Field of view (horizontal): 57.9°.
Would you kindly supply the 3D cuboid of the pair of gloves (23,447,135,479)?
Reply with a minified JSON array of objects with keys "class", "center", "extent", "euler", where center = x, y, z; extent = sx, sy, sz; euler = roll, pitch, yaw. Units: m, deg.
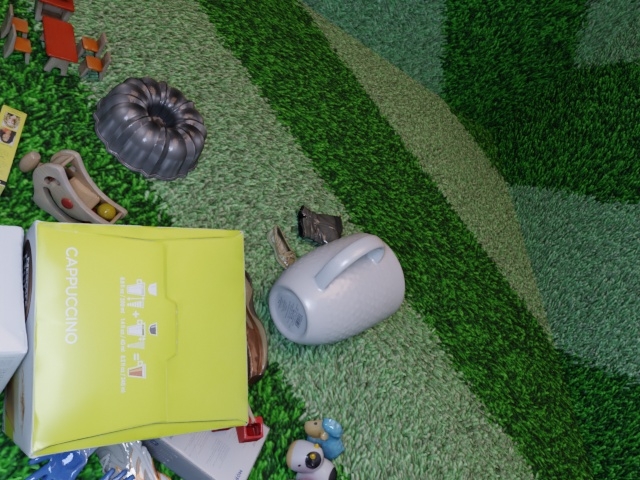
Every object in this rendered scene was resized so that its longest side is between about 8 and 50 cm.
[{"class":"pair of gloves","center":[-0.441,0.453,1.065],"extent":[0.159,0.023,0.198],"euler":[-40,81,-21]}]

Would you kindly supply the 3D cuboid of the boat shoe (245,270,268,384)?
[{"class":"boat shoe","center":[-0.226,0.213,1.469],"extent":[0.120,0.122,0.323],"euler":[7,47,-34]}]

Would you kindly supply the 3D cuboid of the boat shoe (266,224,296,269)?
[{"class":"boat shoe","center":[-0.112,0.027,1.773],"extent":[0.056,0.048,0.152],"euler":[-11,67,-48]}]

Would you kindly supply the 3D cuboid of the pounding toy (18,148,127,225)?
[{"class":"pounding toy","center":[-0.576,-0.140,1.376],"extent":[0.270,0.154,0.154],"euler":[40,40,-13]}]

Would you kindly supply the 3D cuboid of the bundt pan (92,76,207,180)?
[{"class":"bundt pan","center":[-0.471,-0.339,1.667],"extent":[0.331,0.124,0.330],"euler":[25,45,-28]}]

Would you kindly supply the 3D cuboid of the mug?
[{"class":"mug","center":[0.049,0.120,1.598],"extent":[0.328,0.374,0.276],"euler":[-21,64,-40]}]

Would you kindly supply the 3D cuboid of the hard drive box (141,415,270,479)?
[{"class":"hard drive box","center":[-0.252,0.432,1.274],"extent":[0.232,0.089,0.181],"euler":[41,39,-10]}]

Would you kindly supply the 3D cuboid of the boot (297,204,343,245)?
[{"class":"boot","center":[0.000,0.000,1.895],"extent":[0.161,0.083,0.246],"euler":[13,45,-29]}]

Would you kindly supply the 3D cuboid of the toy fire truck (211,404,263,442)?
[{"class":"toy fire truck","center":[-0.191,0.342,1.225],"extent":[0.047,0.135,0.191],"euler":[8,54,-40]}]

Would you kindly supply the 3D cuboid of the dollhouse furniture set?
[{"class":"dollhouse furniture set","center":[-0.733,-0.599,1.614],"extent":[0.262,0.135,0.259],"euler":[5,57,-42]}]

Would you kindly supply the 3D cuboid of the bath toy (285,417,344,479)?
[{"class":"bath toy","center":[-0.034,0.585,1.330],"extent":[0.151,0.129,0.348],"euler":[39,40,-14]}]

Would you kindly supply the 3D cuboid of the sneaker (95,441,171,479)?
[{"class":"sneaker","center":[-0.380,0.467,1.120],"extent":[0.262,0.099,0.121],"euler":[49,43,1]}]

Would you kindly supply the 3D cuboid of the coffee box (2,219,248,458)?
[{"class":"coffee box","center":[-0.350,0.162,1.021],"extent":[0.339,0.334,0.337],"euler":[3,80,-33]}]

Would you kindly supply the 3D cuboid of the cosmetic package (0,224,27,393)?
[{"class":"cosmetic package","center":[-0.597,0.156,0.929],"extent":[0.156,0.385,0.217],"euler":[5,59,-37]}]

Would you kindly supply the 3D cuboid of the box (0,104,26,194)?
[{"class":"box","center":[-0.738,-0.198,1.325],"extent":[0.058,0.087,0.232],"euler":[22,45,-34]}]
